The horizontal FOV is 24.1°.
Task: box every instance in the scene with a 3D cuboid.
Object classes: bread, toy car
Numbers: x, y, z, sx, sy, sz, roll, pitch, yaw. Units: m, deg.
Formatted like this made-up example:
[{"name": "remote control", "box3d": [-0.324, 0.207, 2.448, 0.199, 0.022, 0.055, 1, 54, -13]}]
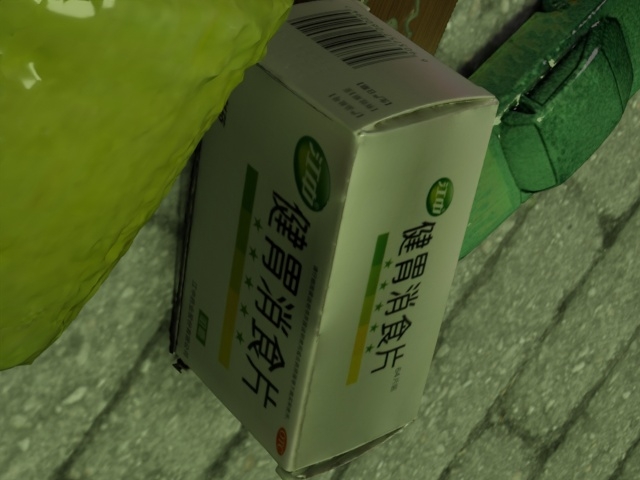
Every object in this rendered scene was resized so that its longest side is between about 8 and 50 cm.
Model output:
[{"name": "bread", "box3d": [-0.222, -0.115, 0.785, 0.348, 0.348, 0.308, 14, 117, -48]}, {"name": "toy car", "box3d": [0.199, -0.123, 1.349, 0.321, 0.097, 0.141, -44, 138, -13]}]

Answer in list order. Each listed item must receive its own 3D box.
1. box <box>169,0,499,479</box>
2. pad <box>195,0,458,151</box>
[{"name": "box", "box3d": [-0.001, 0.002, 1.165, 0.145, 0.173, 0.333, -16, 131, -35]}, {"name": "pad", "box3d": [0.008, -0.191, 1.181, 0.284, 0.018, 0.286, 6, 113, -47]}]
